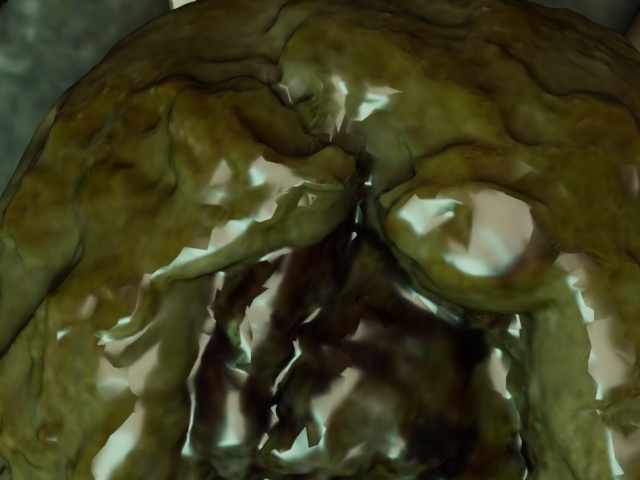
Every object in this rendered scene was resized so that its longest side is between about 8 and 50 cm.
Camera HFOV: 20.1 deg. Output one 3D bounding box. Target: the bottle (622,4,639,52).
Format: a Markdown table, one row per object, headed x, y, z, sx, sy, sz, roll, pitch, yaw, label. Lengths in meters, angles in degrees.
| x | y | z | sx | sy | sz | roll | pitch | yaw | label |
| --- | --- | --- | --- | --- | --- | --- | --- | --- | --- |
| 0.125 | -0.082 | 0.514 | 0.045 | 0.045 | 0.096 | 30 | 96 | -5 | bottle |

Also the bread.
| x | y | z | sx | sy | sz | roll | pitch | yaw | label |
| --- | --- | --- | --- | --- | --- | --- | --- | --- | --- |
| 0.020 | 0.045 | 0.457 | 0.230 | 0.123 | 0.230 | -1 | 99 | -3 | bread |

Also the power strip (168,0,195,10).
| x | y | z | sx | sy | sz | roll | pitch | yaw | label |
| --- | --- | --- | --- | --- | --- | --- | --- | --- | --- |
| 0.000 | 0.000 | 0.525 | 0.060 | 0.027 | 0.253 | -11 | 96 | -1 | power strip |
